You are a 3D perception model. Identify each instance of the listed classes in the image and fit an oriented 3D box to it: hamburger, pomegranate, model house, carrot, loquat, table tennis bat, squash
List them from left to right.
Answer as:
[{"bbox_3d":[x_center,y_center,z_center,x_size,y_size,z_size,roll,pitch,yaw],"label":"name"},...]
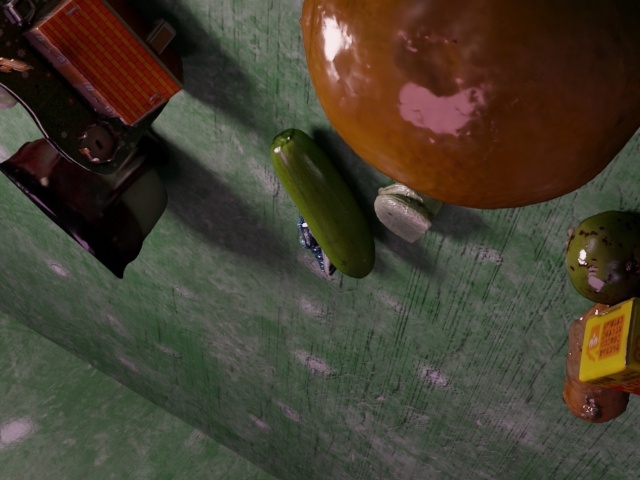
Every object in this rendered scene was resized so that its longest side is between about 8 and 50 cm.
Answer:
[{"bbox_3d":[-0.306,-0.244,1.707,0.154,0.207,0.294,-3,138,49],"label":"model house"},{"bbox_3d":[-0.290,-0.169,2.061,0.095,0.014,0.158,30,158,13],"label":"table tennis bat"},{"bbox_3d":[0.007,-0.056,1.812,0.082,0.082,0.292,12,145,41],"label":"squash"},{"bbox_3d":[0.113,-0.042,1.741,0.084,0.054,0.121,32,164,0],"label":"hamburger"},{"bbox_3d":[0.146,-0.187,1.096,0.328,0.328,0.328,28,156,14],"label":"loquat"},{"bbox_3d":[0.387,0.150,1.726,0.102,0.102,0.263,24,149,22],"label":"carrot"},{"bbox_3d":[0.340,0.018,1.508,0.114,0.114,0.142,43,180,-19],"label":"pomegranate"}]

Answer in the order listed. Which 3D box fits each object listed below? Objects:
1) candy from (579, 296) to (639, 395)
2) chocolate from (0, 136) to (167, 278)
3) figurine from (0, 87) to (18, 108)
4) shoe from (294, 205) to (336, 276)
[{"bbox_3d":[0.461,0.148,1.485,0.276,0.088,0.146,14,163,-9],"label":"candy"},{"bbox_3d":[-0.369,-0.094,2.069,0.283,0.186,0.283,41,174,6],"label":"chocolate"},{"bbox_3d":[-0.448,-0.279,1.796,0.162,0.237,0.141,33,149,-4],"label":"figurine"},{"bbox_3d":[0.000,0.000,1.950,0.071,0.064,0.143,19,150,28],"label":"shoe"}]
